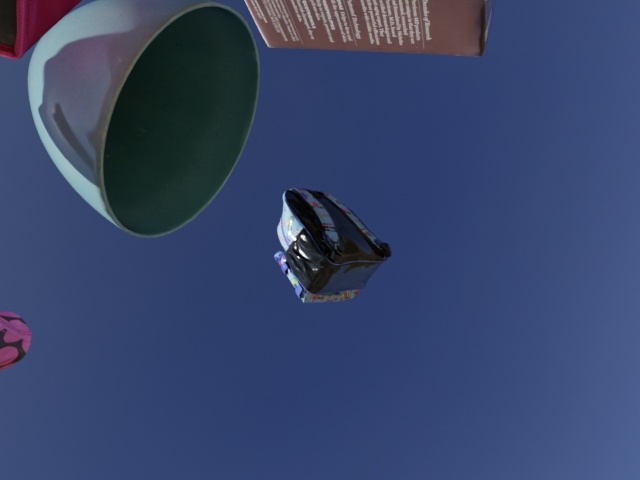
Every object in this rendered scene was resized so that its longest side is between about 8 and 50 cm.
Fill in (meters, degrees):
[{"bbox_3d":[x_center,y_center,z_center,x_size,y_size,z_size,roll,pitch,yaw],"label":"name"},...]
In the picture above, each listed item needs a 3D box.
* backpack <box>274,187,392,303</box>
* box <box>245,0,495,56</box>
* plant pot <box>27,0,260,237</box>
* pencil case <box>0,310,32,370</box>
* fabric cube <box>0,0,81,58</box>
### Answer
[{"bbox_3d":[0.000,0.000,0.789,0.158,0.173,0.117,-1,-45,-47],"label":"backpack"},{"bbox_3d":[0.086,-0.420,0.792,0.143,0.380,0.191,54,-132,-66],"label":"box"},{"bbox_3d":[-0.236,-0.175,0.620,0.290,0.195,0.290,-57,-15,-25],"label":"plant pot"},{"bbox_3d":[-0.417,0.101,0.581,0.098,0.209,0.095,-21,-106,-18],"label":"pencil case"},{"bbox_3d":[-0.234,-0.317,0.279,0.253,0.258,0.259,21,-46,-12],"label":"fabric cube"}]
